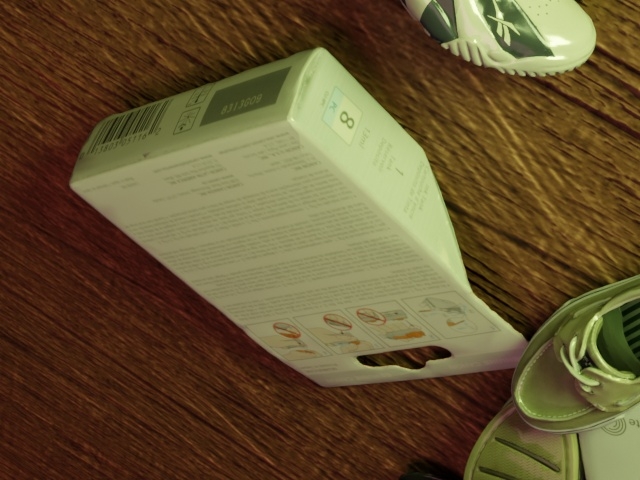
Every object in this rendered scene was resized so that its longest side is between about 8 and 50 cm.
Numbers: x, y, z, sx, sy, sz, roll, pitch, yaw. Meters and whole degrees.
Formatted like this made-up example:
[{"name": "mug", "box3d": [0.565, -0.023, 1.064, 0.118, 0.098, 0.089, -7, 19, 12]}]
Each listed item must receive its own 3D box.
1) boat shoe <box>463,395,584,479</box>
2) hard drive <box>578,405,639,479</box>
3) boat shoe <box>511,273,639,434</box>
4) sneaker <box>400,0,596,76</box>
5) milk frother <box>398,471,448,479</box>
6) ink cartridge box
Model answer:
[{"name": "boat shoe", "box3d": [0.209, 0.264, 1.353, 0.113, 0.103, 0.302, 21, 122, 27]}, {"name": "hard drive", "box3d": [0.360, 0.298, 1.229, 0.233, 0.047, 0.353, 3, 114, 39]}, {"name": "boat shoe", "box3d": [0.245, 0.081, 1.124, 0.302, 0.094, 0.109, -44, 68, 46]}, {"name": "sneaker", "box3d": [0.107, -0.222, 0.945, 0.235, 0.094, 0.153, 42, 151, 10]}, {"name": "milk frother", "box3d": [0.136, 0.329, 1.445, 0.129, 0.134, 0.143, 38, 146, -24]}, {"name": "ink cartridge box", "box3d": [0.000, 0.000, 1.292, 0.308, 0.091, 0.385, -12, 138, 43]}]
